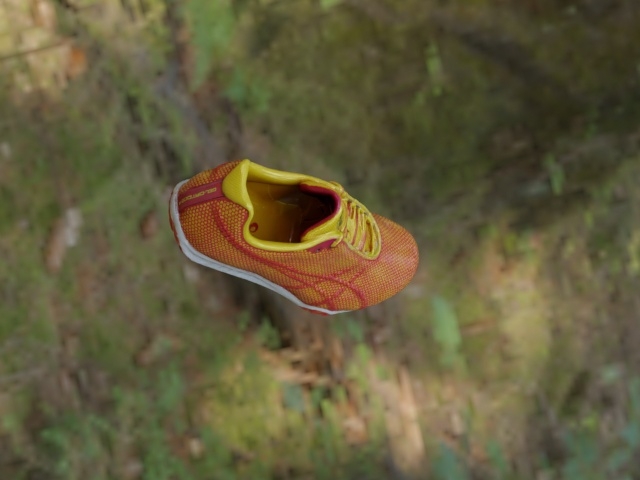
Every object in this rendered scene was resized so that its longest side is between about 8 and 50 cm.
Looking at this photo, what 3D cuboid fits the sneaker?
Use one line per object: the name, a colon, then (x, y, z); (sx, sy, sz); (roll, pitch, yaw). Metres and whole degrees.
sneaker: (0.000, 0.000, 0.997); (0.175, 0.067, 0.064); (12, 67, -49)
